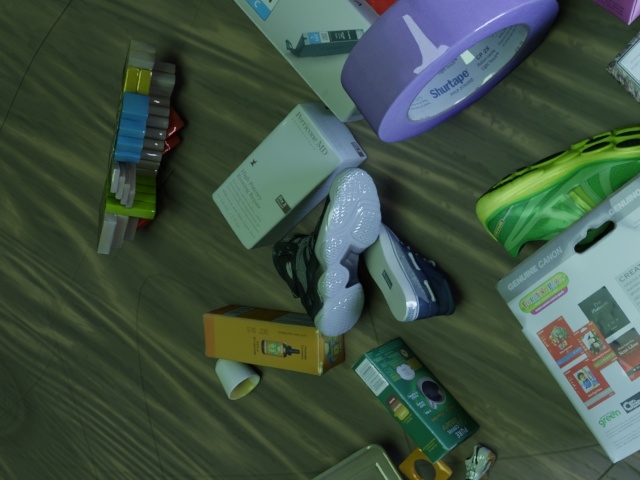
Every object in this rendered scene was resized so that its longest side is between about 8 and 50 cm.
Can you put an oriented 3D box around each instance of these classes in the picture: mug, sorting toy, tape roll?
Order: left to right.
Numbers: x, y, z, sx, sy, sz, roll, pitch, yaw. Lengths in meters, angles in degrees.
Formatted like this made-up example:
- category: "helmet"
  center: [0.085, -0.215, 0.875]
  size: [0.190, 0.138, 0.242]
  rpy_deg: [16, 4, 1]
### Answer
- category: "mug"
  center: [-0.150, 0.230, 1.645]
  size: [0.064, 0.062, 0.078]
  rpy_deg: [50, 114, 25]
- category: "sorting toy"
  center: [0.088, 0.425, 1.530]
  size: [0.347, 0.047, 0.196]
  rpy_deg: [-39, 83, 34]
- category: "tape roll"
  center: [0.162, -0.242, 1.231]
  size: [0.275, 0.275, 0.090]
  rpy_deg: [-41, 77, 31]

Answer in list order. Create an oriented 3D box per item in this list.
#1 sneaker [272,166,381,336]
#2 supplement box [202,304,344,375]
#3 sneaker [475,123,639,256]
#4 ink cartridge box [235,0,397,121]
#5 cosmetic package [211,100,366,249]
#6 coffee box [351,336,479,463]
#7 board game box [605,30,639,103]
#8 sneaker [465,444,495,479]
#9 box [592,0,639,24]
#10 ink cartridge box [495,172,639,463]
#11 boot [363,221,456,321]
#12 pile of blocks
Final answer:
- category: "sneaker"
  center: [0.000, 0.000, 1.451]
  size: [0.153, 0.101, 0.269]
  rpy_deg: [35, 128, 44]
- category: "supplement box"
  center: [-0.077, 0.158, 1.574]
  size: [0.233, 0.080, 0.078]
  rpy_deg: [5, 102, 34]
- category: "sneaker"
  center: [0.348, -0.062, 1.257]
  size: [0.295, 0.109, 0.123]
  rpy_deg: [-23, 102, 36]
- category: "ink cartridge box"
  center: [0.030, -0.368, 1.422]
  size: [0.296, 0.066, 0.261]
  rpy_deg: [50, 121, 16]
- category: "cosmetic package"
  center: [-0.052, -0.099, 1.510]
  size: [0.231, 0.085, 0.117]
  rpy_deg: [-44, 74, 32]
- category: "coffee box"
  center: [0.139, 0.231, 1.424]
  size: [0.184, 0.113, 0.040]
  rpy_deg: [47, 118, 16]
- category: "board game box"
  center: [0.518, -0.178, 1.089]
  size: [0.291, 0.141, 0.232]
  rpy_deg: [51, 121, 16]
- category: "sneaker"
  center: [0.228, 0.339, 1.437]
  size: [0.037, 0.032, 0.083]
  rpy_deg: [38, 112, 38]
- category: "box"
  center: [0.347, -0.407, 1.102]
  size: [0.213, 0.117, 0.243]
  rpy_deg: [40, 77, 21]
- category: "ink cartridge box"
  center: [0.420, 0.073, 1.203]
  size: [0.309, 0.130, 0.272]
  rpy_deg: [-41, 75, 31]
- category: "boot"
  center: [0.127, 0.041, 1.433]
  size: [0.069, 0.086, 0.190]
  rpy_deg: [113, 146, -44]
- category: "pile of blocks"
  center: [-0.292, -0.144, 1.631]
  size: [0.149, 0.112, 0.362]
  rpy_deg: [-120, 40, -63]
